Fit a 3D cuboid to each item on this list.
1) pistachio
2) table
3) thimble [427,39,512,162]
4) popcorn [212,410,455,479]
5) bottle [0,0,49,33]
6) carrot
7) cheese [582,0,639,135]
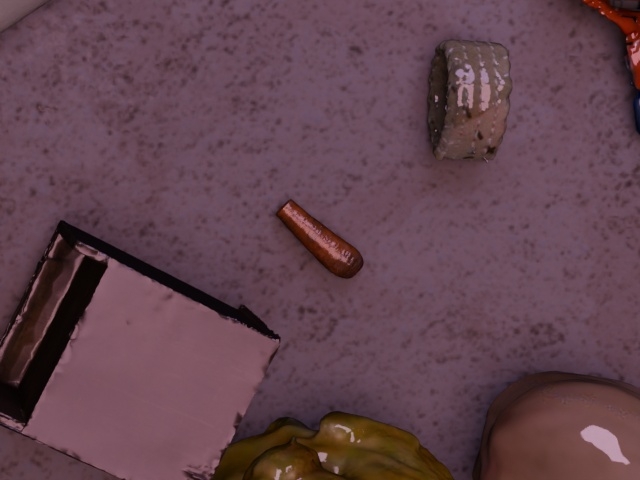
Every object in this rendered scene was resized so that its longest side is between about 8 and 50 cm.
[{"bbox_3d":[0.281,0.251,1.611,0.332,0.208,0.226,41,55,15],"label":"pistachio"},{"bbox_3d":[-0.170,0.103,1.551,0.193,0.172,0.169,26,91,-15],"label":"table"},{"bbox_3d":[0.133,-0.125,1.620,0.062,0.084,0.110,1,94,-10],"label":"thimble"},{"bbox_3d":[0.007,0.268,1.558,0.276,0.276,0.226,-25,94,-6],"label":"popcorn"},{"bbox_3d":[-0.264,-0.244,1.532,0.245,0.104,0.104,-34,100,-5],"label":"bottle"},{"bbox_3d":[0.000,0.000,1.641,0.093,0.032,0.032,41,88,-8],"label":"carrot"},{"bbox_3d":[0.312,-0.251,1.617,0.216,0.129,0.329,-18,116,-12],"label":"cheese"}]
